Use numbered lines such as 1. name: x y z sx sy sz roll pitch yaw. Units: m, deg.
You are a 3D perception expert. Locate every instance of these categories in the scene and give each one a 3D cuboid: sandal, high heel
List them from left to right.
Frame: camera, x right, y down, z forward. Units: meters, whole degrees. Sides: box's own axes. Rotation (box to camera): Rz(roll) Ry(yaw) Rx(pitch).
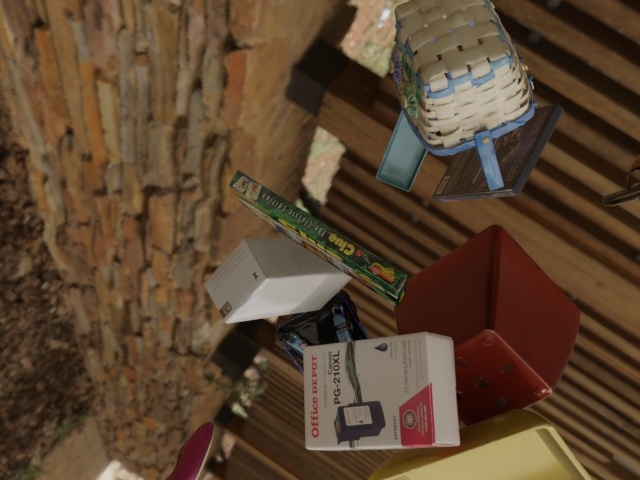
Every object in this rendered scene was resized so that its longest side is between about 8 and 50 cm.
1. high heel: -0.259 0.374 1.255 0.244 0.117 0.082 -63 -179 -22
2. sandal: 0.534 -0.121 1.270 0.219 0.060 0.090 -32 177 7

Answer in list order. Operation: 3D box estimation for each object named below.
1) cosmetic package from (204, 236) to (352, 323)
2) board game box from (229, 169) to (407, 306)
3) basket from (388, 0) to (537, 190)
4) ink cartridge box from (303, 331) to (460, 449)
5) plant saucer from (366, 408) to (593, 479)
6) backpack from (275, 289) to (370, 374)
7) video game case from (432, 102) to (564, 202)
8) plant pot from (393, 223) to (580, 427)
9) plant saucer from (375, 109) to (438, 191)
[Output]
1. cosmetic package: -0.057 0.057 1.285 0.231 0.085 0.117 1 140 -52
2. board game box: 0.000 0.000 1.086 0.030 0.259 0.136 -56 168 -10
3. basket: 0.222 -0.246 1.275 0.201 0.255 0.289 -23 145 13
4. ink cartridge box: 0.093 0.248 1.305 0.100 0.237 0.172 19 64 -52
5. plant saucer: 0.288 0.414 1.398 0.333 0.333 0.081 -25 -141 19
6. backpack: 0.016 0.189 1.546 0.158 0.173 0.117 -32 -166 4
7. video game case: 0.343 -0.167 1.603 0.196 0.026 0.274 -60 -159 -13
8. plant pot: 0.301 0.184 1.491 0.267 0.267 0.236 -37 -161 30
9. plant saucer: 0.150 -0.160 1.390 0.192 0.067 0.018 109 5 -52
